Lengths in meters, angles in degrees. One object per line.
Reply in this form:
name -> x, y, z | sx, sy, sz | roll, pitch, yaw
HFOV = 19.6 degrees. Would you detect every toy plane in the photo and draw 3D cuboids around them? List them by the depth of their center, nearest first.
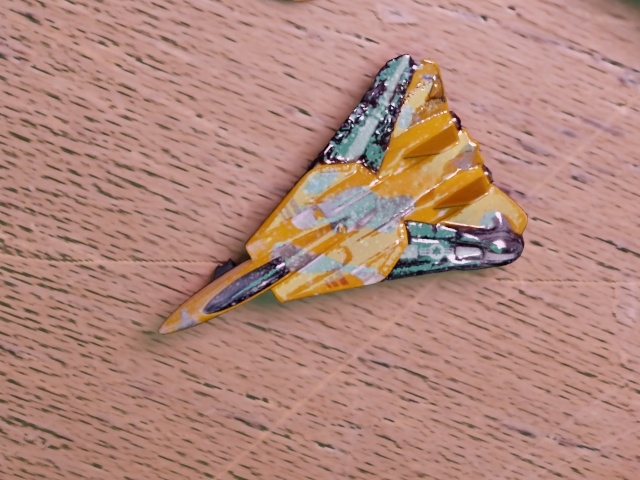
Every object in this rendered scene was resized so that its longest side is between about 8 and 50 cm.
toy plane -> 0.001, -0.004, 1.577 | 0.316, 0.103, 0.204 | -28, 105, 14
